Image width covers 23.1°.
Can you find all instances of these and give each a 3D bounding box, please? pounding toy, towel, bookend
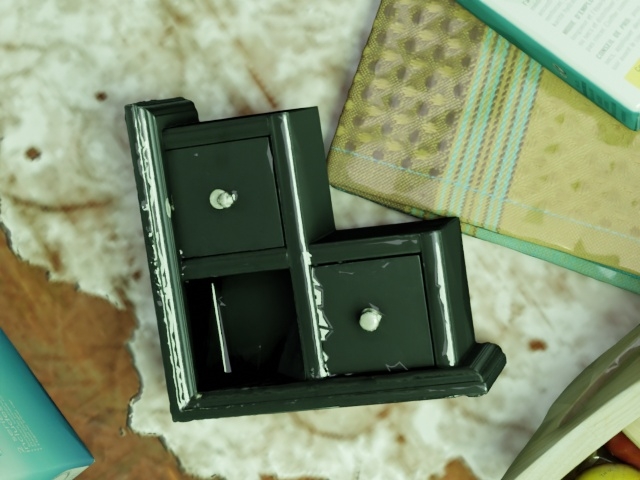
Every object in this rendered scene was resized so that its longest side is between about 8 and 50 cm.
[{"bbox_3d":[0.219,0.079,0.677,0.155,0.154,0.269,45,116,0],"label":"pounding toy"},{"bbox_3d":[0.213,-0.096,0.783,0.370,0.040,0.271,18,87,12],"label":"towel"},{"bbox_3d":[0.000,0.000,0.763,0.157,0.072,0.156,-6,96,15],"label":"bookend"}]

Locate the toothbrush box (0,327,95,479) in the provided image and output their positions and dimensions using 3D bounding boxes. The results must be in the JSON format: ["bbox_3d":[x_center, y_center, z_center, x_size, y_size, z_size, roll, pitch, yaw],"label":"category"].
[{"bbox_3d":[-0.256,0.123,0.702,0.216,0.295,0.126,-38,80,3],"label":"toothbrush box"}]

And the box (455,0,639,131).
[{"bbox_3d":[0.086,-0.165,0.762,0.244,0.060,0.100,39,92,12],"label":"box"}]
